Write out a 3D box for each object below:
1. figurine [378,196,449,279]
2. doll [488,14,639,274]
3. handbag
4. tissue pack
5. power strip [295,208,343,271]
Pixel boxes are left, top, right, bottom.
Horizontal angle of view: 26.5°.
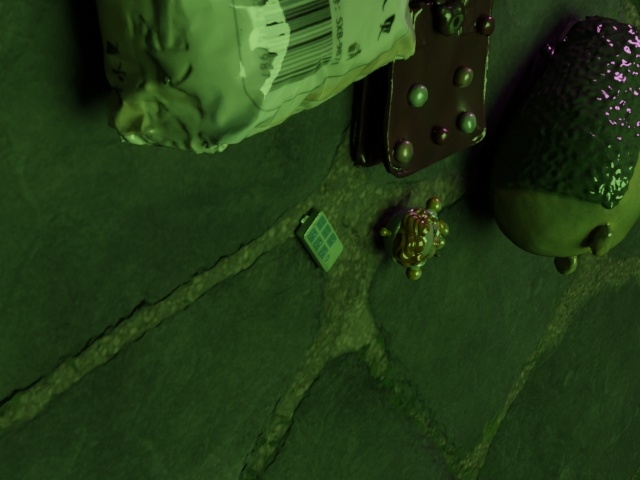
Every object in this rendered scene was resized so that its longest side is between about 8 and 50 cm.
[{"bbox_3d":[0.127,-0.010,1.718,0.143,0.068,0.101,-40,143,-50],"label":"figurine"},{"bbox_3d":[0.371,-0.136,1.825,0.247,0.247,0.349,51,54,-52],"label":"doll"},{"bbox_3d":[0.128,-0.194,1.599,0.203,0.074,0.216,-24,127,-45],"label":"handbag"},{"bbox_3d":[-0.050,-0.291,1.207,0.390,0.195,0.375,-28,123,-42],"label":"tissue pack"},{"bbox_3d":[0.000,0.000,1.592,0.040,0.016,0.090,-54,143,-17],"label":"power strip"}]
